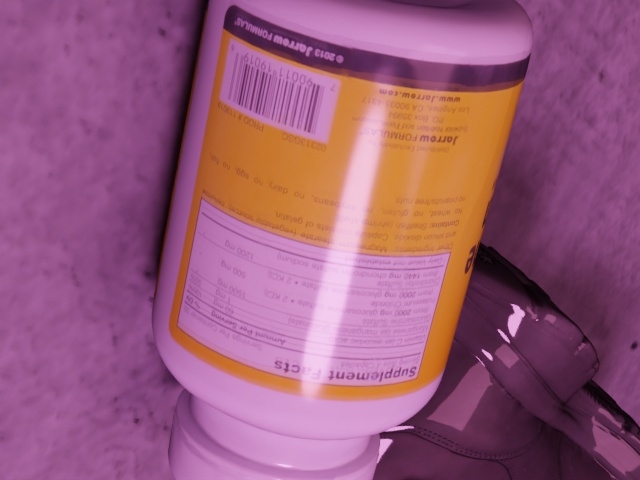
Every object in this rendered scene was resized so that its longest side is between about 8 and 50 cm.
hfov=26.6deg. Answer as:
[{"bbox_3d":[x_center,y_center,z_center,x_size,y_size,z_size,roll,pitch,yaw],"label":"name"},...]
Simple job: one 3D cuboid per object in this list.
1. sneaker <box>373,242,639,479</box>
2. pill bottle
[{"bbox_3d":[0.081,0.102,0.650,0.130,0.109,0.286,-47,138,-3],"label":"sneaker"},{"bbox_3d":[0.000,0.000,0.452,0.103,0.103,0.184,-14,125,-47],"label":"pill bottle"}]
